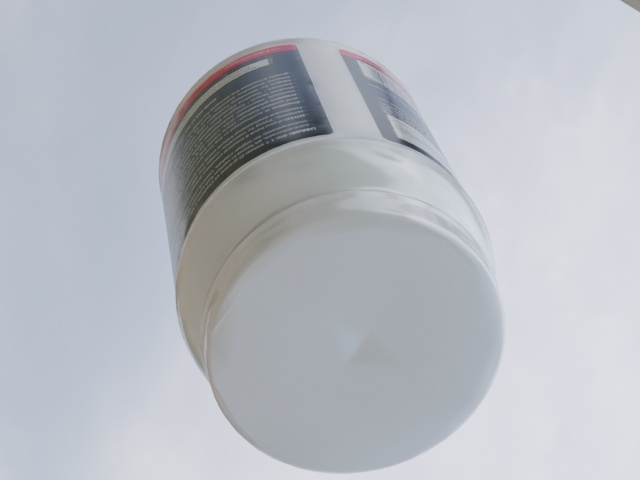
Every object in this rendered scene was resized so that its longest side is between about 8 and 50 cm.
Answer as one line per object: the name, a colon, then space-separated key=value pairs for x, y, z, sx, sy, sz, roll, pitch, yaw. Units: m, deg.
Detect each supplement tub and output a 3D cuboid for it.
supplement tub: x=0.000 y=0.000 z=0.917 sx=0.272 sy=0.191 sz=0.191 roll=-108 pitch=-145 yaw=-62

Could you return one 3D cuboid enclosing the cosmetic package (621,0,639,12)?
cosmetic package: x=0.419 y=-0.250 z=1.286 sx=0.453 sy=0.230 sz=0.161 roll=36 pitch=-52 yaw=14
